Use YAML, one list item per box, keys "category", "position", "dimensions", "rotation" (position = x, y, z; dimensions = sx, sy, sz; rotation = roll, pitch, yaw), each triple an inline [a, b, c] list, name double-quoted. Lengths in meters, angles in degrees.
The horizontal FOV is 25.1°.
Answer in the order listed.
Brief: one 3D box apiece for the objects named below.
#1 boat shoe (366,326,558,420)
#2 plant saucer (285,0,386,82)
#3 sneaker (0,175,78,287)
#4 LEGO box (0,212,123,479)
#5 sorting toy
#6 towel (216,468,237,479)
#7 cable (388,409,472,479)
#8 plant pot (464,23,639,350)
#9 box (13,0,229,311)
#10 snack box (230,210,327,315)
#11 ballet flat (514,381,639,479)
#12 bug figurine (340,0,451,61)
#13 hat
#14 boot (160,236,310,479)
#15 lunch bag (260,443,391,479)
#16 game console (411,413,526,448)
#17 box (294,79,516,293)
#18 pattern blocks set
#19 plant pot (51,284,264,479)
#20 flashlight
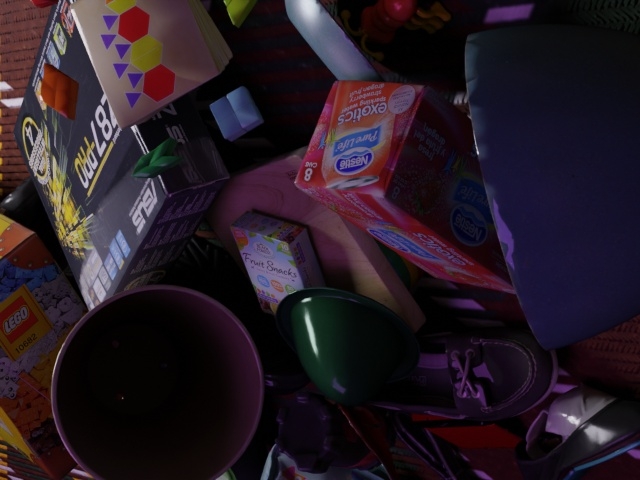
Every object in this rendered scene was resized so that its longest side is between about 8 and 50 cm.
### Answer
- category: "boat shoe"
  position: [0.144, 0.167, 1.739]
  dimensions: [0.335, 0.096, 0.112]
  rotation: [-11, 85, 55]
- category: "plant saucer"
  position: [0.014, -0.201, 1.479]
  dimensions: [0.195, 0.037, 0.195]
  rotation: [51, -173, -8]
- category: "sneaker"
  position: [-0.434, 0.000, 2.292]
  dimensions: [0.162, 0.106, 0.281]
  rotation: [42, 158, 1]
- category: "LEGO box"
  position: [-0.553, 0.112, 2.283]
  dimensions: [0.500, 0.193, 0.372]
  rotation: [23, 148, 47]
- category: "sorting toy"
  position: [0.000, 0.000, 1.767]
  dimensions: [0.257, 0.089, 0.255]
  rotation: [-15, 113, 55]
- category: "towel"
  position: [-0.198, 0.315, 2.166]
  dimensions: [0.152, 0.023, 0.113]
  rotation: [14, 140, 44]
- category: "cable"
  position: [0.178, 0.343, 1.936]
  dimensions: [0.139, 0.072, 0.287]
  rotation: [1, 126, 55]
- category: "plant pot"
  position: [0.261, -0.065, 1.256]
  dimensions: [0.195, 0.290, 0.290]
  rotation: [-14, 120, 16]
- category: "box"
  position: [-0.270, -0.112, 1.842]
  dimensions: [0.318, 0.097, 0.395]
  rotation: [62, 150, 14]
- category: "snack box"
  position: [-0.045, 0.038, 1.738]
  dimensions: [0.100, 0.037, 0.141]
  rotation: [16, 137, 39]
- category: "ballet flat"
  position: [0.295, 0.228, 1.663]
  dimensions: [0.096, 0.095, 0.280]
  rotation: [55, 150, 12]
- category: "bug figurine"
  position: [0.028, -0.318, 1.409]
  dimensions: [0.279, 0.072, 0.216]
  rotation: [48, 148, 1]
- category: "hat"
  position: [0.014, 0.178, 1.655]
  dimensions: [0.209, 0.183, 0.173]
  rotation: [6, 139, 24]
- category: "boot"
  position: [-0.127, 0.232, 2.108]
  dimensions: [0.367, 0.146, 0.445]
  rotation: [37, 144, 35]
- category: "lunch bag"
  position: [0.028, 0.415, 2.090]
  dimensions: [0.262, 0.160, 0.223]
  rotation: [16, 151, 1]
- category: "game console"
  position: [0.189, 0.211, 1.840]
  dimensions: [0.144, 0.085, 0.124]
  rotation: [-14, 83, 54]
- category: "box"
  position: [0.114, -0.050, 1.444]
  dimensions: [0.128, 0.122, 0.257]
  rotation: [11, 165, 45]
- category: "pattern blocks set"
  position: [-0.199, -0.234, 1.638]
  dimensions: [0.285, 0.026, 0.324]
  rotation: [-19, 77, 16]
- category: "plant pot"
  position: [-0.225, 0.180, 1.847]
  dimensions: [0.256, 0.256, 0.274]
  rotation: [54, 168, -9]
- category: "flashlight"
  position: [0.019, 0.243, 1.858]
  dimensions: [0.103, 0.103, 0.304]
  rotation: [39, 180, 20]
